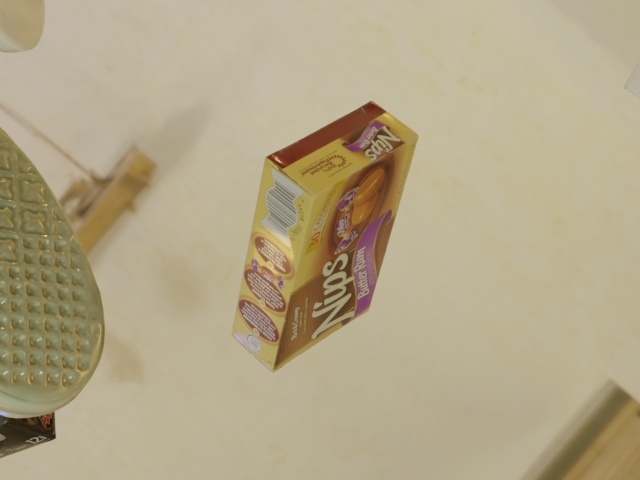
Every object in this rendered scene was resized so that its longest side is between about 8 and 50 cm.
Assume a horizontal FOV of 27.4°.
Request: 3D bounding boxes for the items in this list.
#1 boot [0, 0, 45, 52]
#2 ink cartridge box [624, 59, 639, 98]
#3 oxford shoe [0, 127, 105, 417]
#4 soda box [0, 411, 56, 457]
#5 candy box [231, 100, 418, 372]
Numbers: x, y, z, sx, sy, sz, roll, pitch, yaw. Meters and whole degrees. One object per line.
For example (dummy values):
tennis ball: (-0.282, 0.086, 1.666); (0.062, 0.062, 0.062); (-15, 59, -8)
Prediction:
boot: (-0.217, -0.165, 0.659); (0.086, 0.190, 0.069); (-4, 51, 22)
ink cartridge box: (0.233, -0.081, 0.660); (0.090, 0.143, 0.092); (8, -63, -51)
oxford shoe: (-0.326, -0.047, 0.878); (0.130, 0.449, 0.169); (-50, -1, 43)
soda box: (-0.272, 0.134, 0.946); (0.169, 0.053, 0.060); (-22, 60, 23)
candy box: (0.000, 0.000, 0.953); (0.109, 0.053, 0.187); (-31, -32, -36)
